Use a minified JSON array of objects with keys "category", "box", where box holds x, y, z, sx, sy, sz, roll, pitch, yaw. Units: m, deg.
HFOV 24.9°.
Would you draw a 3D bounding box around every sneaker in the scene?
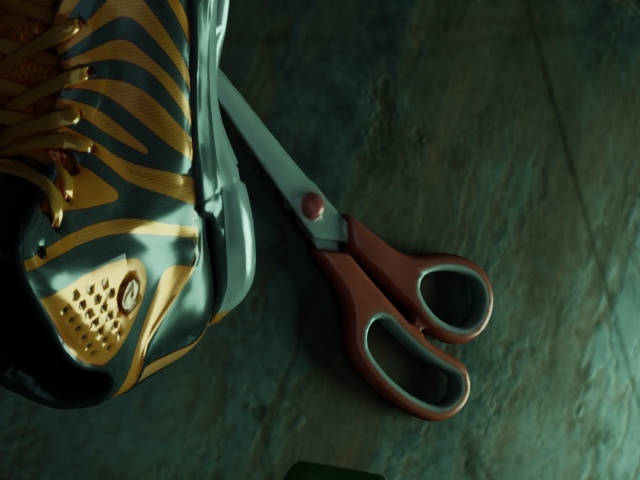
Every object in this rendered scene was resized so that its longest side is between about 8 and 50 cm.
[{"category":"sneaker","box":[-0.127,-0.066,0.677,0.180,0.124,0.321,-42,122,-52]}]

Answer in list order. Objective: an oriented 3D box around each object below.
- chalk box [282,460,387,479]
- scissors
[{"category":"chalk box","box":[-0.041,0.254,0.747,0.179,0.180,0.289,21,77,-31]},{"category":"scissors","box":[0.000,0.000,0.869,0.297,0.021,0.109,39,71,-28]}]
